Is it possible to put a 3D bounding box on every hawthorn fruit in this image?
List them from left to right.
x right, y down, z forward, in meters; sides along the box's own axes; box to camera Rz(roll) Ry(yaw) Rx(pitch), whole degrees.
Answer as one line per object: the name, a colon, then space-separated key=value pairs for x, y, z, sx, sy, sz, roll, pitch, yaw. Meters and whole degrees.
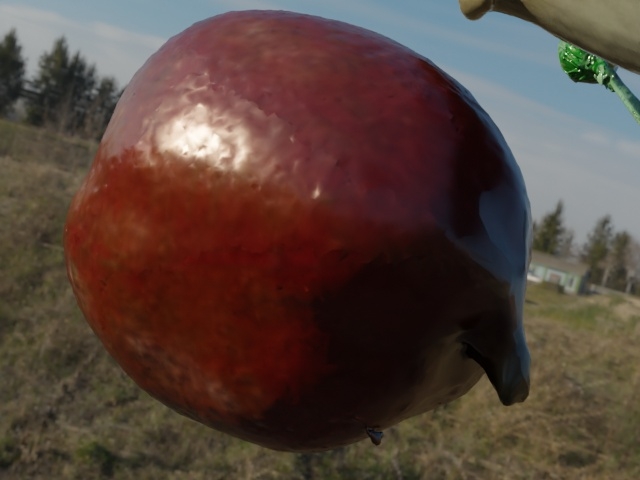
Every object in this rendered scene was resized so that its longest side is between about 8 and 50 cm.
hawthorn fruit: x=-0.012 y=-0.011 z=0.604 sx=0.295 sy=0.294 sz=0.311 roll=15 pitch=-16 yaw=-34

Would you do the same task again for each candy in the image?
candy: x=0.401 y=-0.221 z=1.286 sx=0.097 sy=0.097 sz=0.323 roll=15 pitch=29 yaw=-11

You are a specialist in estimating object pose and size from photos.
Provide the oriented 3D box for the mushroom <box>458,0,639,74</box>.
mushroom: x=0.221 y=-0.141 z=0.554 sx=0.177 sy=0.126 sz=0.397 roll=-24 pitch=33 yaw=-6
